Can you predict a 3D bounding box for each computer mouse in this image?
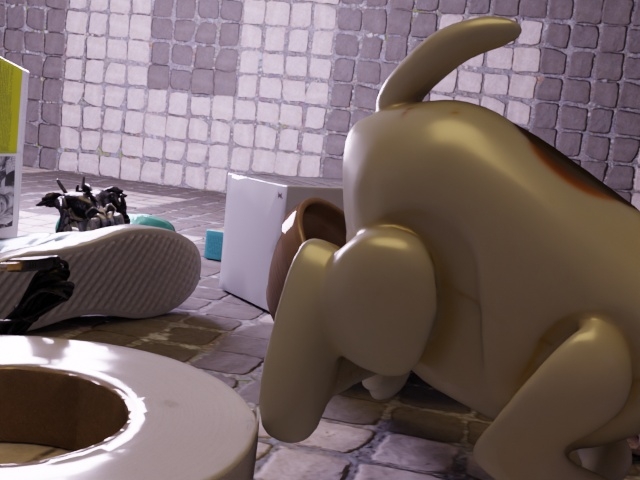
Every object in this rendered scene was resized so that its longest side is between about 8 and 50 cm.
[{"bbox_3d":[-0.355,0.084,0.812,0.262,0.184,0.060,1,53,-59],"label":"computer mouse"}]

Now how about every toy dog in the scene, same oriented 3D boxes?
[{"bbox_3d":[0.217,0.040,0.684,0.408,0.395,0.284,12,-3,25],"label":"toy dog"}]

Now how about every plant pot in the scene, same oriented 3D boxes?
[{"bbox_3d":[0.011,0.074,1.053,0.110,0.237,0.237,-35,-7,21],"label":"plant pot"}]

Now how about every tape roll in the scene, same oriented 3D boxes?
[{"bbox_3d":[-0.240,0.154,0.625,0.392,0.072,0.392,6,8,-1],"label":"tape roll"}]

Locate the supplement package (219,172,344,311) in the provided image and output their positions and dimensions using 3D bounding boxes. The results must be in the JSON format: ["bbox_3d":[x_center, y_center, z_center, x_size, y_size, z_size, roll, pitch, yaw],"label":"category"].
[{"bbox_3d":[0.000,0.000,1.391,0.263,0.199,0.198,0,10,-34],"label":"supplement package"}]

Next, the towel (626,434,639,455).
[{"bbox_3d":[0.406,0.174,1.016,0.332,0.053,0.317,2,10,-23],"label":"towel"}]

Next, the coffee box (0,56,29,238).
[{"bbox_3d":[-0.752,-0.184,1.513,0.338,0.338,0.334,6,1,2],"label":"coffee box"}]

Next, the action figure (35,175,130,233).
[{"bbox_3d":[-0.373,-0.007,1.413,0.164,0.141,0.276,-3,28,-36],"label":"action figure"}]

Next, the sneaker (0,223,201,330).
[{"bbox_3d":[-0.334,0.035,1.153,0.150,0.135,0.366,17,13,40],"label":"sneaker"}]

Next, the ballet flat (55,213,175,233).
[{"bbox_3d":[-0.405,-0.009,1.647,0.247,0.083,0.087,8,33,16],"label":"ballet flat"}]

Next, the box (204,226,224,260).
[{"bbox_3d":[-0.098,0.020,1.667,0.244,0.060,0.100,9,9,23],"label":"box"}]
